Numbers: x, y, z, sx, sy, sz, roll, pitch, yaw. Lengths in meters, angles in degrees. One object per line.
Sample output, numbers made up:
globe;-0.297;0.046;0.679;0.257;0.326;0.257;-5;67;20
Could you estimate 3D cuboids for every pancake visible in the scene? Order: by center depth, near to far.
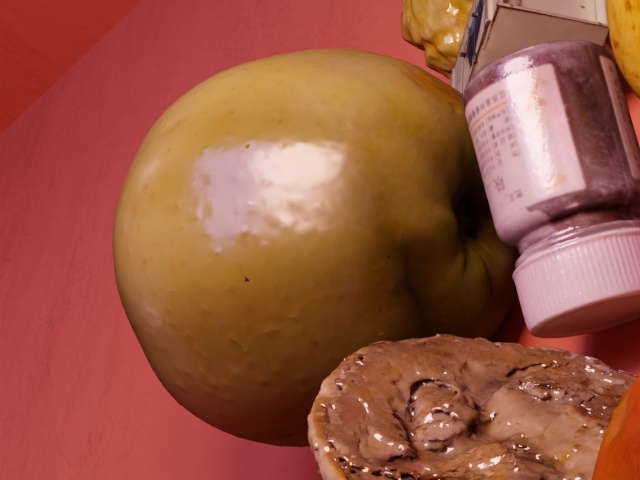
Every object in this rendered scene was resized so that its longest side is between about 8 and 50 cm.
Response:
pancake;0.171;0.182;1.386;0.387;0.386;0.082;-130;38;-65

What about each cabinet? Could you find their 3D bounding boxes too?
cabinet;0.244;-0.226;1.871;0.145;0.150;0.206;-82;4;-48

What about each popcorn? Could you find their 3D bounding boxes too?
popcorn;0.241;-0.330;2.037;0.286;0.215;0.252;-46;10;-5

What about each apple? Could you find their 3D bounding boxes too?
apple;0.000;0.000;1.772;0.473;0.473;0.474;-39;28;25

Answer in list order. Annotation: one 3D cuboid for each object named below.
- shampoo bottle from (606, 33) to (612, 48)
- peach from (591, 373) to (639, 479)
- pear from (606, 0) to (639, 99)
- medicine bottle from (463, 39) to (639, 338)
shampoo bottle;0.464;-0.354;1.799;0.359;0.134;0.078;-53;-3;-2
peach;0.341;0.198;1.076;0.342;0.301;0.343;-38;30;27
pear;0.423;-0.238;1.573;0.280;0.280;0.281;-39;28;25
medicine bottle;0.250;-0.051;1.594;0.165;0.165;0.273;-27;68;42
